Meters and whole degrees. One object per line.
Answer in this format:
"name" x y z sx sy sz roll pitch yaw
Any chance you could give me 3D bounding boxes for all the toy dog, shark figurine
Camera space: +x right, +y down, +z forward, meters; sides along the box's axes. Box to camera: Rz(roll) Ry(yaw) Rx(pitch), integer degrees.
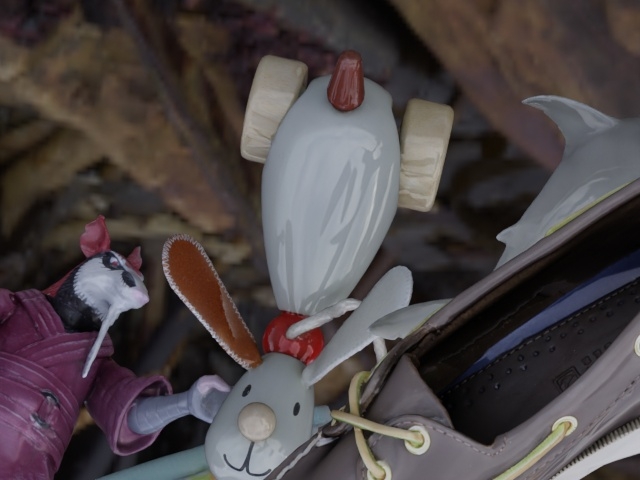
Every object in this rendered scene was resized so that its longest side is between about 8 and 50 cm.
"toy dog" 0.000 0.000 1.317 0.220 0.334 0.161 -6 157 -1
"shark figurine" 0.153 -0.034 1.184 0.116 0.166 0.278 37 132 -18

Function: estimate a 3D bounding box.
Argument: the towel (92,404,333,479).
"towel" -0.095 0.331 1.551 0.374 0.320 0.090 -20 148 2

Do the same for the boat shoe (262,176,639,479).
"boat shoe" 0.063 0.083 0.850 0.324 0.116 0.097 -33 130 1

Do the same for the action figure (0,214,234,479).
"action figure" -0.230 0.148 1.410 0.248 0.370 0.276 36 148 -9
